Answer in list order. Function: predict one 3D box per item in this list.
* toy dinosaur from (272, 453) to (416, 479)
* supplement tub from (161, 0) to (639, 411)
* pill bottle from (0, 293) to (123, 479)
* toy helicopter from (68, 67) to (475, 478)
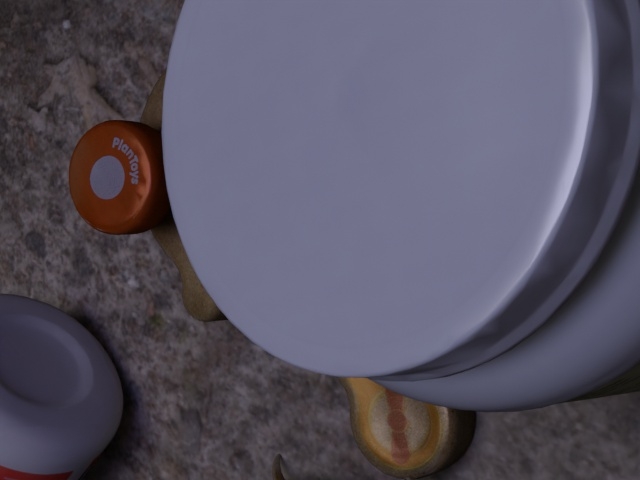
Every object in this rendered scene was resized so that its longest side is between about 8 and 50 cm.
[{"bbox_3d":[-0.007,0.185,0.738,0.183,0.092,0.053,-10,88,55],"label":"toy dinosaur"},{"bbox_3d":[0.114,-0.044,0.499,0.235,0.324,0.236,-2,86,41],"label":"supplement tub"},{"bbox_3d":[-0.326,0.211,0.972,0.323,0.181,0.181,-51,57,27],"label":"pill bottle"},{"bbox_3d":[0.000,0.000,0.757,0.235,0.140,0.355,-42,72,22],"label":"toy helicopter"}]
